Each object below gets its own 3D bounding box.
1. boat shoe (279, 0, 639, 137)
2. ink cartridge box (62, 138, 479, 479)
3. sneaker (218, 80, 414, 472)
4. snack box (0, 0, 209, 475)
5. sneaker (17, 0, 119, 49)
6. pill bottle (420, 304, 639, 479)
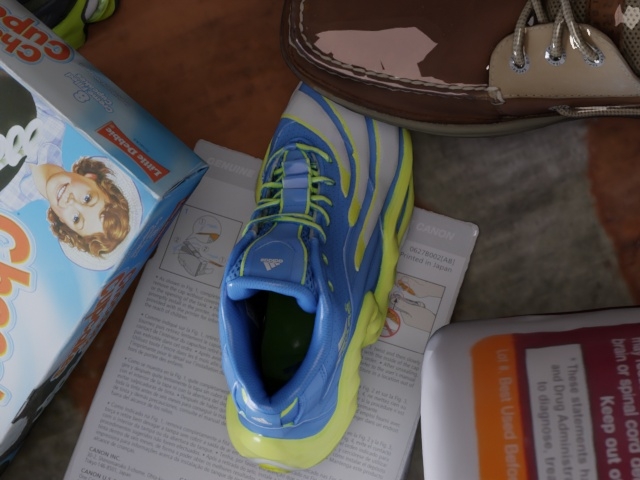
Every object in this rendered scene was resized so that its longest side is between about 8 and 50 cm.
[{"bbox_3d":[0.141,-0.119,0.820,0.324,0.116,0.123,0,82,-1],"label":"boat shoe"},{"bbox_3d":[-0.026,0.074,0.908,0.181,0.056,0.225,18,74,7],"label":"ink cartridge box"},{"bbox_3d":[0.000,0.000,0.835,0.091,0.126,0.240,6,74,5],"label":"sneaker"},{"bbox_3d":[-0.215,0.021,0.850,0.187,0.060,0.322,40,121,5],"label":"snack box"},{"bbox_3d":[-0.272,-0.148,0.891,0.299,0.121,0.111,-9,89,7],"label":"sneaker"},{"bbox_3d":[0.255,0.135,0.774,0.392,0.224,0.224,-5,89,8],"label":"pill bottle"}]
